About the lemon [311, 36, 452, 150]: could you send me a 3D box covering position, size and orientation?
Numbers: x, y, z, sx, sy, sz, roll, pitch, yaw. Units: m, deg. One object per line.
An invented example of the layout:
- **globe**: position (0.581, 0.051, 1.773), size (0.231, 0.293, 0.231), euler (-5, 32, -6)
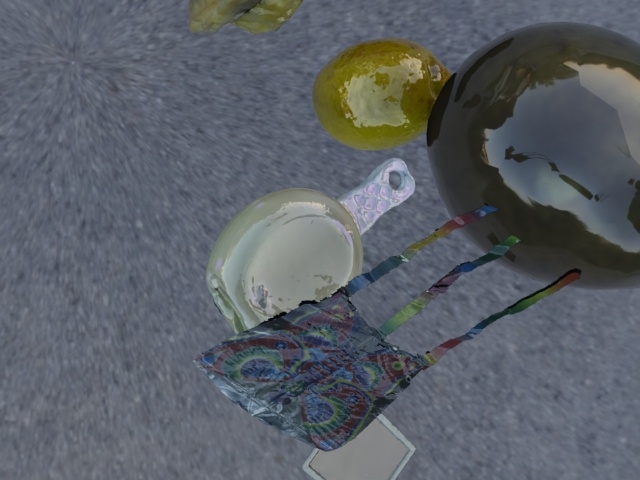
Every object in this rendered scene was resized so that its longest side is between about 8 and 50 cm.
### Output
- **lemon**: position (0.089, -0.214, 1.593), size (0.170, 0.207, 0.170), euler (16, 71, -52)

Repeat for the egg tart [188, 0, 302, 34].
- **egg tart**: position (-0.035, -0.312, 1.133), size (0.095, 0.279, 0.279), euler (39, 89, -17)

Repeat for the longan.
- **longan**: position (0.333, -0.107, 1.434), size (0.404, 0.404, 0.336), euler (22, 111, -15)

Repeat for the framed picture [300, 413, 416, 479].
- **framed picture**: position (0.059, 0.326, 1.644), size (0.142, 0.011, 0.183), euler (-53, 128, -14)

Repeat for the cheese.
- **cheese**: position (0.000, 0.000, 1.009), size (0.227, 0.064, 0.137), euler (-39, 114, -21)

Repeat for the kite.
- **kite**: position (0.048, 0.066, 0.803), size (0.285, 0.015, 0.152), euler (-34, 122, 29)
